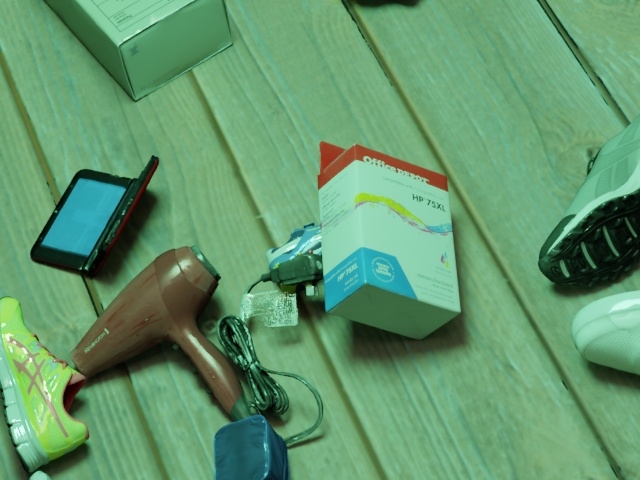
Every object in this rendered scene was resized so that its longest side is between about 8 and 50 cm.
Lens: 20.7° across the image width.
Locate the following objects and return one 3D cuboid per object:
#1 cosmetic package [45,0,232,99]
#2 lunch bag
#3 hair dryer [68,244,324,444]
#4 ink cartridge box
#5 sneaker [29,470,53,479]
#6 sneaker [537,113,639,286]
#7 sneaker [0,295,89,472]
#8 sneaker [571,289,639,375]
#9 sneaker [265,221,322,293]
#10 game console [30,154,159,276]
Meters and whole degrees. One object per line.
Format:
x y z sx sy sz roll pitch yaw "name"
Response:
-0.266 -0.340 2.263 0.160 0.113 0.309 -32 57 -15 "cosmetic package"
-0.069 0.243 1.845 0.067 0.065 0.098 -18 49 19 "lunch bag"
-0.139 0.110 1.932 0.294 0.080 0.223 -3 65 15 "hair dryer"
0.074 -0.018 1.963 0.134 0.078 0.231 17 52 -30 "ink cartridge box"
-0.243 0.364 1.774 0.115 0.105 0.281 -42 51 -7 "sneaker"
0.339 -0.050 2.005 0.271 0.100 0.108 -45 37 -20 "sneaker"
-0.309 0.152 1.937 0.094 0.081 0.208 -17 65 -6 "sneaker"
0.407 0.149 1.832 0.293 0.108 0.169 3 52 8 "sneaker"
0.000 0.000 2.022 0.144 0.053 0.059 -32 55 -17 "sneaker"
-0.266 -0.039 2.065 0.085 0.124 0.144 29 59 -6 "game console"
